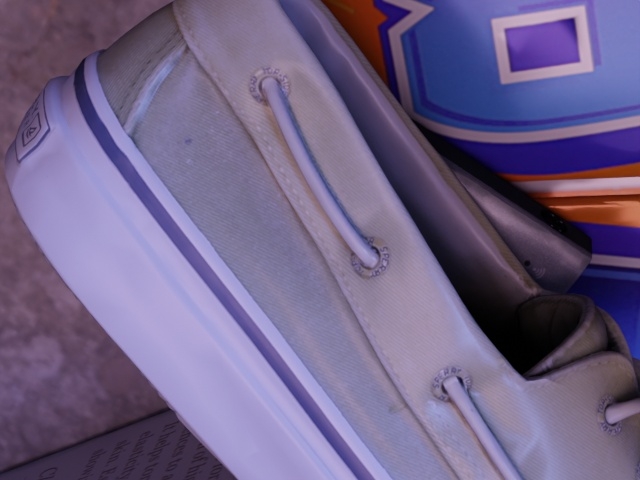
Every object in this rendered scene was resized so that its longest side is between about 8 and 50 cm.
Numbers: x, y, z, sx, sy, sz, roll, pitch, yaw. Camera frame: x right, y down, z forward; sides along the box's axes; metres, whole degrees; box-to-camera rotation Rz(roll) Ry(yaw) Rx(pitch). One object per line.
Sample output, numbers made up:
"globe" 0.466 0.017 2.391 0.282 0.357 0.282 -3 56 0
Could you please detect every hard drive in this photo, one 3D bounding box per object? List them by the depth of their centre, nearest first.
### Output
"hard drive" 0.000 0.000 0.498 0.135 0.022 0.094 33 115 -7

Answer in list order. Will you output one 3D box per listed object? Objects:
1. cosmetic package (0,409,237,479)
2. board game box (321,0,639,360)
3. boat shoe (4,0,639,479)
"cosmetic package" -0.102 0.317 0.878 0.393 0.329 0.327 -21 108 17
"board game box" 0.185 -0.092 0.640 0.356 0.356 0.356 -3 113 10
"boat shoe" 0.045 0.055 0.446 0.094 0.109 0.302 -40 101 20
